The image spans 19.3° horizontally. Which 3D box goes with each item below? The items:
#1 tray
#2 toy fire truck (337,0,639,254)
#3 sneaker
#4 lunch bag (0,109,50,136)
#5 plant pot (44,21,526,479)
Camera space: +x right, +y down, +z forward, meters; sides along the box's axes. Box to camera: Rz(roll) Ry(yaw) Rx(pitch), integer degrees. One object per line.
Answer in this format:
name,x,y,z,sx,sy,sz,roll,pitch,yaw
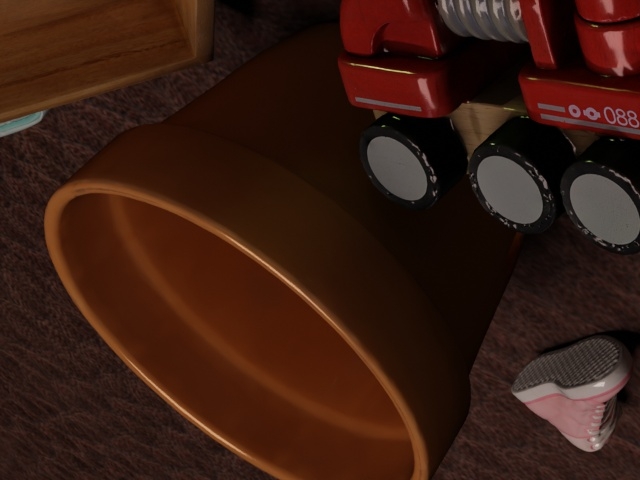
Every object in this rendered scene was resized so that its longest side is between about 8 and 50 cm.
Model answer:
tray,-0.268,-0.127,1.128,0.203,0.410,0.076,98,151,-67
toy fire truck,0.089,-0.125,0.960,0.217,0.158,0.246,14,133,43
sneaker,0.191,0.107,1.296,0.070,0.051,0.134,42,158,-11
lunch bag,-0.291,-0.172,1.413,0.224,0.108,0.279,49,153,-22
plant pot,0.000,0.000,1.194,0.291,0.203,0.291,31,154,17
